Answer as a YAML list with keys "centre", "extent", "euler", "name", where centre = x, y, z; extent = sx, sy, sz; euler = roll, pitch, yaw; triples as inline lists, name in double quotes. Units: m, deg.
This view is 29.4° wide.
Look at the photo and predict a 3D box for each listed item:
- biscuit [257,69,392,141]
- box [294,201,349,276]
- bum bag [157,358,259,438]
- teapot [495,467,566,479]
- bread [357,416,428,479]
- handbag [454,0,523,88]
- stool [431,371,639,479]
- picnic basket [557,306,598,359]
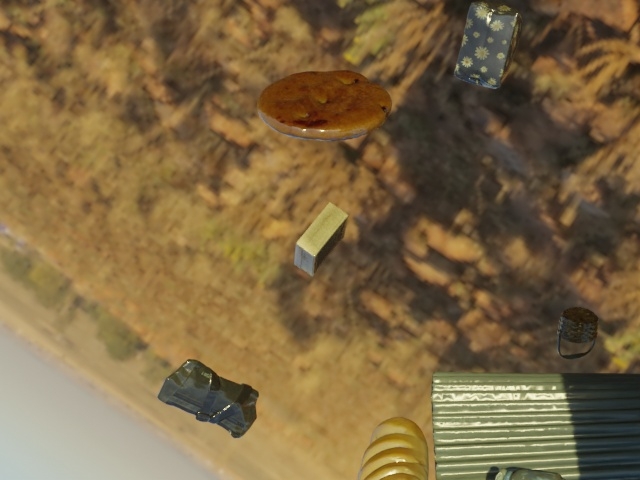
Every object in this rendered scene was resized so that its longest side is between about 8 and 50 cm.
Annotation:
- centre: [0.005, -0.215, 1.901]
  extent: [0.212, 0.212, 0.036]
  euler: [27, 131, 33]
  name: "biscuit"
- centre: [0.000, 0.000, 1.673]
  extent: [0.035, 0.079, 0.083]
  euler: [35, 161, 11]
  name: "box"
- centre: [-0.177, 0.252, 1.975]
  extent: [0.197, 0.087, 0.049]
  euler: [32, 180, -37]
  name: "bum bag"
- centre: [0.257, 0.304, 1.479]
  extent: [0.083, 0.049, 0.063]
  euler: [4, 163, 27]
  name: "teapot"
- centre: [0.075, 0.295, 1.352]
  extent: [0.081, 0.134, 0.225]
  euler: [9, -159, 6]
  name: "bread"
- centre: [0.248, -0.281, 1.735]
  extent: [0.072, 0.115, 0.139]
  euler: [17, -164, 17]
  name: "handbag"
- centre: [0.332, 0.322, 1.722]
  extent: [0.330, 0.297, 0.297]
  euler: [-6, 159, 7]
  name: "stool"
- centre: [0.424, 0.158, 2.019]
  extent: [0.072, 0.072, 0.083]
  euler: [24, 122, 41]
  name: "picnic basket"
